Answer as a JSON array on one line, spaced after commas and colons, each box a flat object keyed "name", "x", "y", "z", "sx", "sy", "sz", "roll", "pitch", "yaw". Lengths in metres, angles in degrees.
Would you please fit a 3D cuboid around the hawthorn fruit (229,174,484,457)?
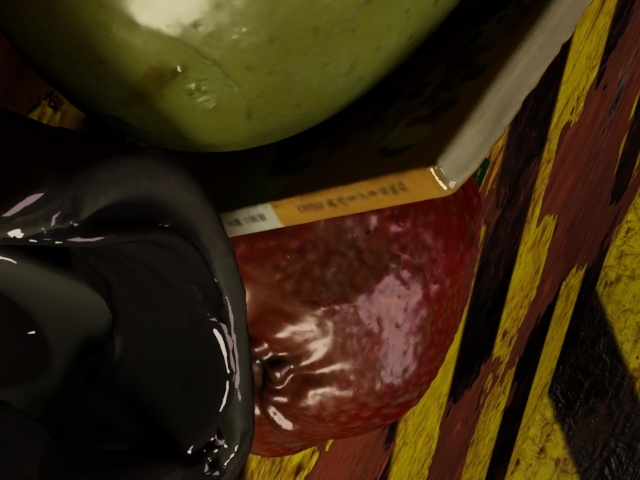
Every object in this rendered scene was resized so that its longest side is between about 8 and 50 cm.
[{"name": "hawthorn fruit", "x": 0.000, "y": 0.000, "z": 0.693, "sx": 0.253, "sy": 0.205, "sz": 0.205, "roll": -53, "pitch": 158, "yaw": -49}]

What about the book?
[{"name": "book", "x": 0.000, "y": -0.072, "z": 0.536, "sx": 0.020, "sy": 0.295, "sz": 0.208, "roll": 51, "pitch": 56, "yaw": -22}]

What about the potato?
[{"name": "potato", "x": -0.016, "y": -0.173, "z": 0.434, "sx": 0.216, "sy": 0.216, "sz": 0.304, "roll": 72, "pitch": 36, "yaw": -62}]

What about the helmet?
[{"name": "helmet", "x": -0.167, "y": 0.077, "z": 0.376, "sx": 0.305, "sy": 0.177, "sz": 0.225, "roll": -52, "pitch": 151, "yaw": -23}]

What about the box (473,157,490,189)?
[{"name": "box", "x": 0.094, "y": -0.028, "z": 1.117, "sx": 0.235, "sy": 0.034, "sz": 0.132, "roll": -3, "pitch": 116, "yaw": -68}]
